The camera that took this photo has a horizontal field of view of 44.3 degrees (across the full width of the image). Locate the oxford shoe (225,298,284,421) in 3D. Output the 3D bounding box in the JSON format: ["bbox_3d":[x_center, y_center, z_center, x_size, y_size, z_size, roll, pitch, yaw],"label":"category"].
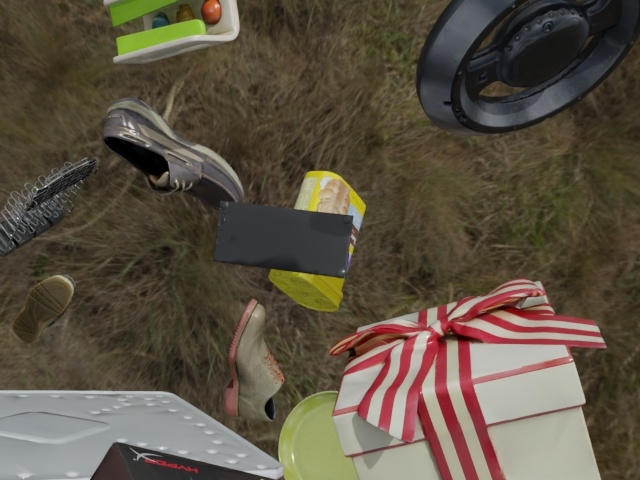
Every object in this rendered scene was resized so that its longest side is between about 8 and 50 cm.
[{"bbox_3d":[-0.139,0.282,1.822,0.130,0.123,0.348,15,128,10],"label":"oxford shoe"}]

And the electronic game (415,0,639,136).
[{"bbox_3d":[0.189,-0.175,0.689,0.229,0.229,0.048,-20,59,-7],"label":"electronic game"}]

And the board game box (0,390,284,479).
[{"bbox_3d":[-0.291,0.216,0.819,0.389,0.390,0.050,6,88,-27],"label":"board game box"}]

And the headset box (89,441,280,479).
[{"bbox_3d":[-0.031,0.281,0.513,0.218,0.293,0.110,27,99,-37],"label":"headset box"}]

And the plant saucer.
[{"bbox_3d":[0.025,0.446,1.686,0.240,0.037,0.241,-8,70,22],"label":"plant saucer"}]

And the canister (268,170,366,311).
[{"bbox_3d":[0.000,0.000,1.139,0.073,0.126,0.170,2,63,34],"label":"canister"}]

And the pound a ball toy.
[{"bbox_3d":[-0.269,-0.461,1.481,0.135,0.319,0.208,-16,101,-47],"label":"pound a ball toy"}]

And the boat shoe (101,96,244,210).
[{"bbox_3d":[-0.329,-0.156,1.714,0.355,0.132,0.130,35,50,-21],"label":"boat shoe"}]

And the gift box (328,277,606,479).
[{"bbox_3d":[0.163,0.189,0.793,0.255,0.276,0.258,-17,100,7],"label":"gift box"}]

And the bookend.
[{"bbox_3d":[-0.030,0.001,0.957,0.157,0.156,0.072,7,89,11],"label":"bookend"}]

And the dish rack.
[{"bbox_3d":[-0.585,-0.083,1.651,0.074,0.271,0.208,45,42,-2],"label":"dish rack"}]

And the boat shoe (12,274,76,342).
[{"bbox_3d":[-0.397,0.091,1.143,0.056,0.049,0.152,46,123,-8],"label":"boat shoe"}]
